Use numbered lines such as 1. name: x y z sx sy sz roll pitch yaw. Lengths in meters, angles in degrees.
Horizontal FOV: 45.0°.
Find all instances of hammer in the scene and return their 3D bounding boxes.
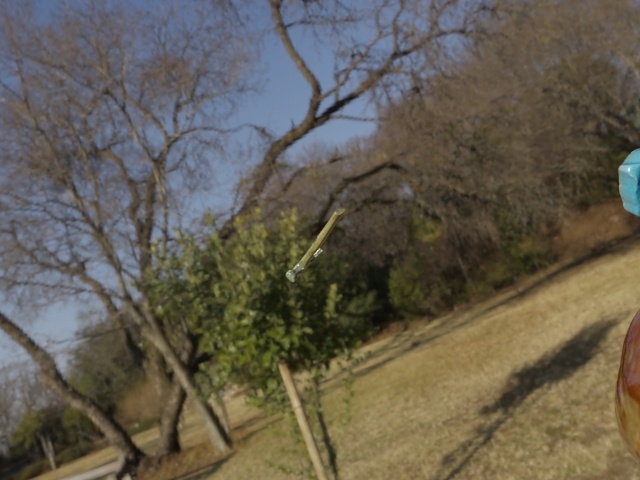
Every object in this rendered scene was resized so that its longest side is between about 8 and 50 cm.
1. hammer: 0.000 0.000 1.064 0.062 0.017 0.182 -45 -5 -32

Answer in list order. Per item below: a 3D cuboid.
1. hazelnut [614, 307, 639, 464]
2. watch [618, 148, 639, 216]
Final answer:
1. hazelnut: 0.776 0.287 1.499 0.402 0.402 0.429 -19 -42 -9
2. watch: 0.639 -0.075 1.196 0.305 0.242 0.274 12 8 -21
